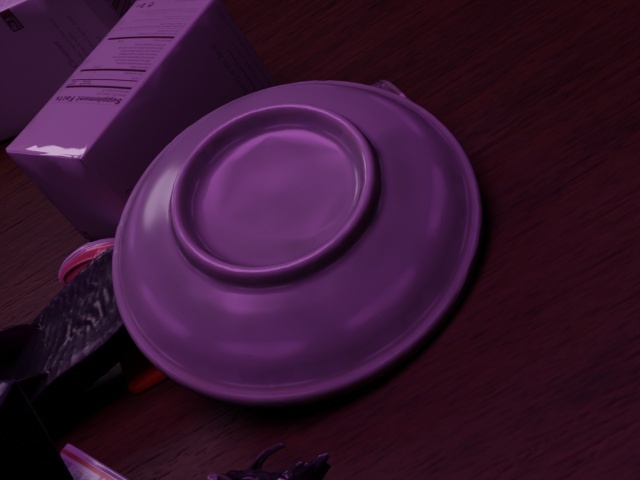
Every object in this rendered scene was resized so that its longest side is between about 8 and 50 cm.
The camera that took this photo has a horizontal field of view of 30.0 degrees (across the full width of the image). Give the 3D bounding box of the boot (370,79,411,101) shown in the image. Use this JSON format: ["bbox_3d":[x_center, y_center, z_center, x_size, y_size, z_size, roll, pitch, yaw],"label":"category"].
[{"bbox_3d":[-0.003,-0.121,1.425,0.208,0.076,0.189,-47,51,-3],"label":"boot"}]

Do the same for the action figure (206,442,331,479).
[{"bbox_3d":[-0.056,0.263,0.984,0.164,0.141,0.275,-39,36,16],"label":"action figure"}]

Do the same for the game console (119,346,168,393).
[{"bbox_3d":[-0.161,0.095,1.366,0.144,0.085,0.124,-28,5,10],"label":"game console"}]

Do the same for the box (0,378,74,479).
[{"bbox_3d":[-0.435,0.312,1.076,0.312,0.179,0.343,-8,34,19],"label":"box"}]

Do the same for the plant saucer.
[{"bbox_3d":[-0.039,-0.029,1.222,0.400,0.100,0.400,-8,56,12],"label":"plant saucer"}]

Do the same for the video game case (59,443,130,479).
[{"bbox_3d":[-0.286,0.346,1.175,0.204,0.025,0.285,16,60,47],"label":"video game case"}]

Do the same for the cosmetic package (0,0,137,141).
[{"bbox_3d":[-0.473,-0.306,1.906,0.385,0.217,0.156,-20,38,24],"label":"cosmetic package"}]

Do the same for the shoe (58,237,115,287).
[{"bbox_3d":[-0.251,0.036,1.448,0.178,0.063,0.081,-17,20,18],"label":"shoe"}]

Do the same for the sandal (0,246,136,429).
[{"bbox_3d":[-0.366,0.163,1.334,0.446,0.107,0.167,-46,41,5],"label":"sandal"}]

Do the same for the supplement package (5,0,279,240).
[{"bbox_3d":[-0.224,-0.156,1.558,0.175,0.177,0.293,8,55,44],"label":"supplement package"}]
